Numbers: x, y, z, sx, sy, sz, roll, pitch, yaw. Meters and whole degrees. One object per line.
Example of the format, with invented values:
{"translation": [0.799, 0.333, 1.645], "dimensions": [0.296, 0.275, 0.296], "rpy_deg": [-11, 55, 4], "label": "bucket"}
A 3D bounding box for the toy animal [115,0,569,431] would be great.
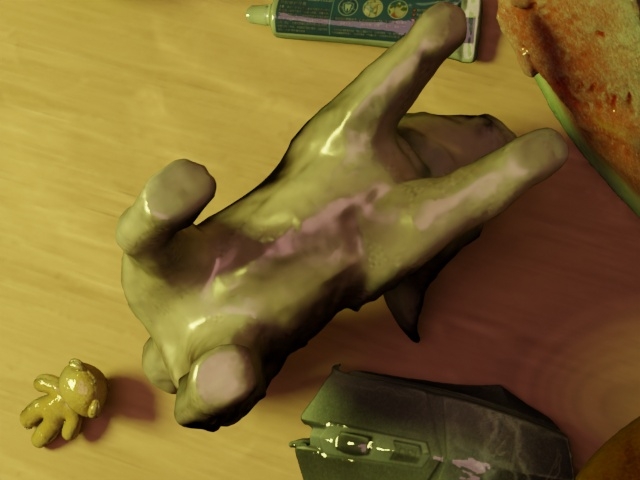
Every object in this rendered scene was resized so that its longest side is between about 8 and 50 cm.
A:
{"translation": [0.000, 0.000, 1.296], "dimensions": [0.344, 0.302, 0.194], "rpy_deg": [-30, 79, -13], "label": "toy animal"}

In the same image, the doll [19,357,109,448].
{"translation": [-0.216, 0.135, 1.426], "dimensions": [0.093, 0.051, 0.061], "rpy_deg": [-33, 81, 13], "label": "doll"}

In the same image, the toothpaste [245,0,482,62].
{"translation": [0.033, -0.178, 1.395], "dimensions": [0.197, 0.035, 0.057], "rpy_deg": [6, 90, 15], "label": "toothpaste"}

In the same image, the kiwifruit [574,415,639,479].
{"translation": [0.289, 0.193, 1.186], "dimensions": [0.234, 0.196, 0.196], "rpy_deg": [-39, 73, 12], "label": "kiwifruit"}

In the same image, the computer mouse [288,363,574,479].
{"translation": [0.080, 0.164, 1.317], "dimensions": [0.231, 0.071, 0.126], "rpy_deg": [9, 86, 19], "label": "computer mouse"}

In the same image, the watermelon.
{"translation": [0.272, -0.199, 1.222], "dimensions": [0.250, 0.292, 0.283], "rpy_deg": [-40, 70, -21], "label": "watermelon"}
